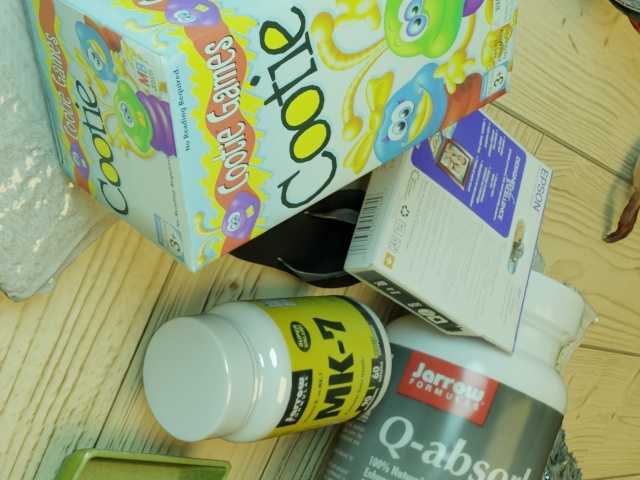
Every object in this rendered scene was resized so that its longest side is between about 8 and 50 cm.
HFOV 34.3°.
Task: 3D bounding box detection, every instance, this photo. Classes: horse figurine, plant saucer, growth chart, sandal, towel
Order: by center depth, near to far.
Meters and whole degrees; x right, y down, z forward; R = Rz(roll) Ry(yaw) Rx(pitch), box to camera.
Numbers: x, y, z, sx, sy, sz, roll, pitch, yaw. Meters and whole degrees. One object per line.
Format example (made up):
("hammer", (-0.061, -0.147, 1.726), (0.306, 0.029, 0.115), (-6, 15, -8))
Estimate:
("towel", (-0.183, -0.101, 0.634), (0.187, 0.049, 0.282), (-47, 142, -20))
("plant saucer", (-0.185, 0.254, 0.880), (0.188, 0.045, 0.188), (24, 94, -55))
("sandal", (-0.001, 0.001, 0.925), (0.254, 0.054, 0.097), (7, 108, -53))
("horse figurine", (0.482, -0.110, 1.445), (0.263, 0.066, 0.174), (-56, 150, -12))
("growth chart", (0.326, 0.179, 1.489), (0.172, 0.021, 0.237), (24, 94, -54))

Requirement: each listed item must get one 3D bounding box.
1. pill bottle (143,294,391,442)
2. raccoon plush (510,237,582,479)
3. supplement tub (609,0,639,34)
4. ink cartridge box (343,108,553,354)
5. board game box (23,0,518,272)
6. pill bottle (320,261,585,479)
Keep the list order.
("pill bottle", (-0.042, 0.109, 0.893), (0.208, 0.119, 0.119), (-1, 114, -51))
("raccoon plush", (0.264, 0.259, 1.223), (0.216, 0.299, 0.446), (-26, 132, -39))
("supplement tub", (0.348, -0.344, 0.990), (0.207, 0.207, 0.338), (-55, 145, -9))
("ink cartridge box", (0.128, -0.023, 0.975), (0.208, 0.045, 0.206), (33, 65, -36))
("board game box", (-0.018, -0.124, 0.644), (0.275, 0.142, 0.144), (-31, 137, -30))
("pill bottle", (0.130, 0.203, 1.078), (0.210, 0.210, 0.363), (35, 75, -55))
